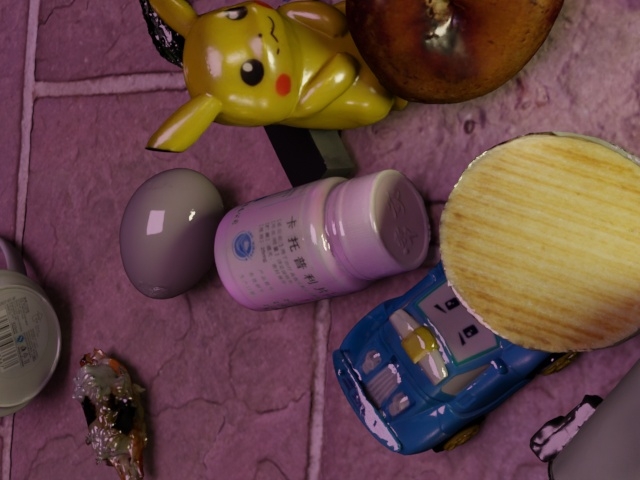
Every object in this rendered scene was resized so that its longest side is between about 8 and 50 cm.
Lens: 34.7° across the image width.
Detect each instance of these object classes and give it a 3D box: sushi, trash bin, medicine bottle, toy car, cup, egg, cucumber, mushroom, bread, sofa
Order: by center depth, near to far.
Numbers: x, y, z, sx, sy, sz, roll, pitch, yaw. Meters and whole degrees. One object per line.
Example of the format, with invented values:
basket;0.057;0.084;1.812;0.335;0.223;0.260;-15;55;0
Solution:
trash bin;0.378;0.191;0.961;0.277;0.217;0.262;42;111;23
bread;0.255;0.001;1.098;0.267;0.040;0.267;-1;65;3
toy car;0.154;0.108;1.175;0.314;0.166;0.198;-43;67;26
mushroom;0.157;-0.312;1.186;0.267;0.267;0.254;-9;55;36
medicine bottle;0.000;0.000;1.300;0.254;0.152;0.152;-15;77;38
sofa;-0.016;-0.133;1.390;0.085;0.060;0.147;-49;59;43
egg;-0.214;-0.009;1.465;0.146;0.146;0.198;39;116;32
sushi;-0.314;0.260;1.554;0.097;0.103;0.226;-31;70;14
cucumber;-0.249;-0.395;1.567;0.072;0.072;0.300;-22;73;34
cup;-0.593;0.127;1.713;0.327;0.237;0.322;0;56;38

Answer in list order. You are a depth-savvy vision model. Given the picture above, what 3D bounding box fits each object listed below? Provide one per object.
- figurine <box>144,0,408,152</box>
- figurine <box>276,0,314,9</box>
figurine;-0.058;-0.222;1.266;0.169;0.327;0.218;-36;62;51
figurine;-0.033;-0.325;1.398;0.087;0.086;0.149;-9;77;5
